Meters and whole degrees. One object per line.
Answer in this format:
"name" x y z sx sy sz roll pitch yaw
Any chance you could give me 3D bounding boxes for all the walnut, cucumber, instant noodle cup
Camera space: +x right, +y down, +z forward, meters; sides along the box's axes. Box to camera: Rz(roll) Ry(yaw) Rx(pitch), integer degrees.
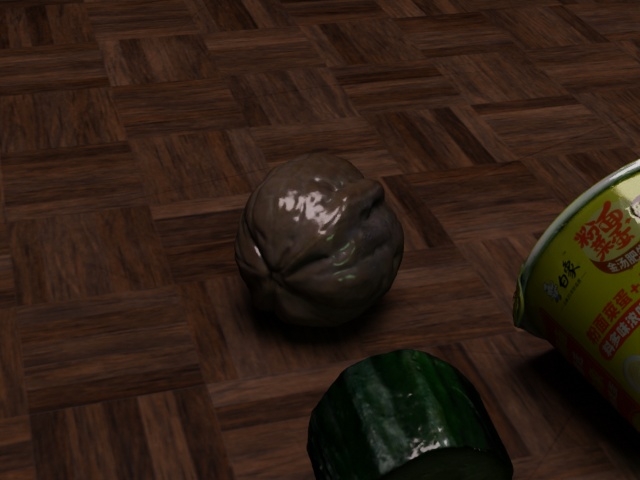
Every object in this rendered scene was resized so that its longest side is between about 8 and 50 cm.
"walnut" 0.000 0.000 1.298 0.224 0.224 0.224 2 34 -1
"cucumber" 0.089 0.205 1.019 0.191 0.191 0.130 -6 44 -14
"instant noodle cup" 0.395 0.082 1.145 0.311 0.311 0.222 -12 46 -21
